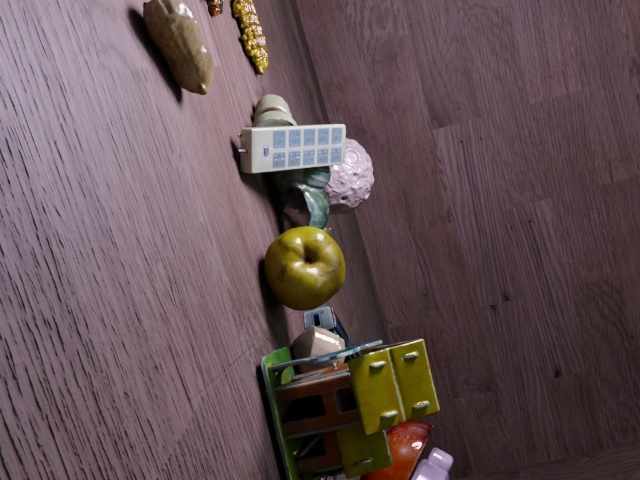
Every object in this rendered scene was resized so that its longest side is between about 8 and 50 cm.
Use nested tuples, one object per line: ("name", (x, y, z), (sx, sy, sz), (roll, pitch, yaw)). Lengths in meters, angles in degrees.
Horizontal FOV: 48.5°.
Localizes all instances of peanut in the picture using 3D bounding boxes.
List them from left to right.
("peanut", (-0.248, -0.352, 1.275), (0.214, 0.100, 0.099), (63, 16, -46))

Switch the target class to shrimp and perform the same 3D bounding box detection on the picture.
("shrimp", (-0.256, -0.589, 1.667), (0.262, 0.066, 0.117), (-75, 149, -68))

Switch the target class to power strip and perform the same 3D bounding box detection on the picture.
("power strip", (-0.064, -0.227, 1.729), (0.367, 0.043, 0.106), (-13, 108, -47))

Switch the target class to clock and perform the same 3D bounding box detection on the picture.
("clock", (0.283, 0.784, 2.063), (0.295, 0.113, 0.322), (-42, 152, -53))

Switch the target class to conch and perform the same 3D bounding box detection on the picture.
("conch", (-0.049, -0.141, 1.901), (0.277, 0.196, 0.220), (-64, -158, 4))

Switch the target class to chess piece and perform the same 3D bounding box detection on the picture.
("chess piece", (-0.125, -0.308, 1.879), (0.243, 0.133, 0.133), (-103, 174, -58))

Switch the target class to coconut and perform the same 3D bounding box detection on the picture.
("coconut", (-0.009, 0.264, 1.691), (0.116, 0.122, 0.116), (-160, -90, -78))

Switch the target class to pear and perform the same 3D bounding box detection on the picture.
("pear", (-0.038, 0.065, 1.619), (0.200, 0.200, 0.199), (-14, 90, -81))

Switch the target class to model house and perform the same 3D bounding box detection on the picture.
("model house", (0.065, 0.333, 1.365), (0.340, 0.324, 0.300), (16, 59, -79))

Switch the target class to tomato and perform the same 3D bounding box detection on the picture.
("tomato", (0.217, 0.665, 2.128), (0.338, 0.144, 0.338), (-58, 165, -24))

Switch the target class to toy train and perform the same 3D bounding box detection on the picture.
("toy train", (0.051, 0.312, 2.045), (0.409, 0.086, 0.089), (62, 15, -55))

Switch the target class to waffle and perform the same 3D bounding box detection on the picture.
("waffle", (-0.203, -0.618, 2.065), (0.228, 0.051, 0.231), (62, 16, -54))

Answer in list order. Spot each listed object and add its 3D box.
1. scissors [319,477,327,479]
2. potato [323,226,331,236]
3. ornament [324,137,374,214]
("scissors", (0.020, 0.524, 1.731), (0.317, 0.024, 0.160), (-66, 141, -75))
("potato", (0.000, 0.000, 2.205), (0.100, 0.089, 0.171), (-83, 156, -72))
("ornament", (0.045, -0.198, 2.255), (0.259, 0.260, 0.225), (58, 24, -62))
